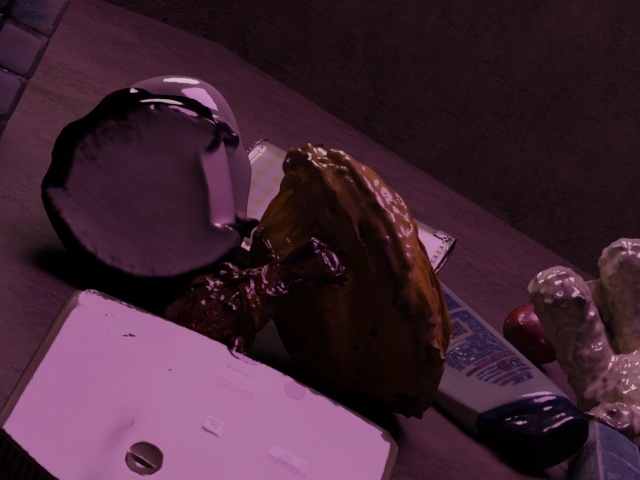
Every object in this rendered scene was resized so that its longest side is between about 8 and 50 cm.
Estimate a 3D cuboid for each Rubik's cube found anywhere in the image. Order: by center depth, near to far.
[{"bbox_3d":[-0.490,-0.287,1.743,0.259,0.256,0.253,24,12,-17],"label":"Rubik's cube"}]

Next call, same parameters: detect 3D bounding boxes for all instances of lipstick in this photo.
[{"bbox_3d":[0.336,0.294,1.569,0.077,0.076,0.289,33,11,4],"label":"lipstick"}]

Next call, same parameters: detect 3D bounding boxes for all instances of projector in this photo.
[{"bbox_3d":[-0.093,0.166,0.942,0.269,0.088,0.193,26,44,-3],"label":"projector"}]

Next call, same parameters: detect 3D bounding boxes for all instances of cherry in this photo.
[{"bbox_3d":[0.367,0.168,2.224,0.107,0.090,0.225,18,-13,31],"label":"cherry"}]

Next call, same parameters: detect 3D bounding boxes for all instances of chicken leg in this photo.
[{"bbox_3d":[-0.074,0.064,1.372,0.125,0.196,0.080,42,-9,35],"label":"chicken leg"}]

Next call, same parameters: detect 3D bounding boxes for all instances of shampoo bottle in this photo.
[{"bbox_3d":[0.186,0.163,1.730,0.134,0.078,0.359,-19,40,-25],"label":"shampoo bottle"}]

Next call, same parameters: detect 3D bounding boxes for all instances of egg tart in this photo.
[{"bbox_3d":[0.016,0.057,1.503,0.150,0.352,0.352,-23,34,-17],"label":"egg tart"}]

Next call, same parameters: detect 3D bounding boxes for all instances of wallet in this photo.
[{"bbox_3d":[0.000,0.000,1.791,0.309,0.077,0.223,28,50,14],"label":"wallet"}]

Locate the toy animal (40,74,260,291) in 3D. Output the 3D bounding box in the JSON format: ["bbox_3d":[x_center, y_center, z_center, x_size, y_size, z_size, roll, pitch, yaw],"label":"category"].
[{"bbox_3d":[-0.194,-0.072,1.564,0.251,0.251,0.310,27,4,-5],"label":"toy animal"}]

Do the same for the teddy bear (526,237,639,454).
[{"bbox_3d":[0.501,0.196,1.831,0.327,0.375,0.362,-20,8,-16],"label":"teddy bear"}]
